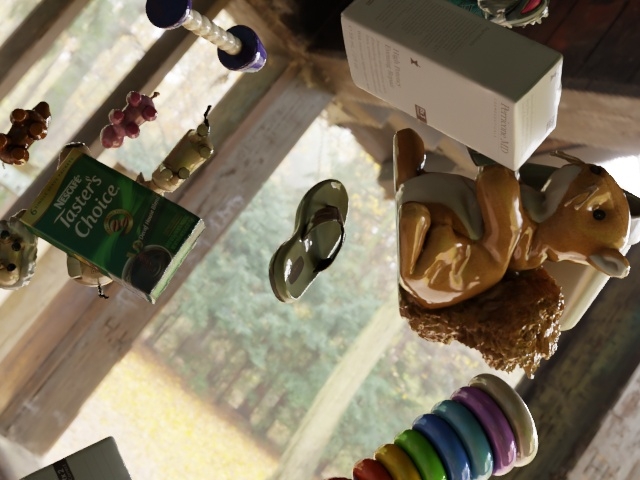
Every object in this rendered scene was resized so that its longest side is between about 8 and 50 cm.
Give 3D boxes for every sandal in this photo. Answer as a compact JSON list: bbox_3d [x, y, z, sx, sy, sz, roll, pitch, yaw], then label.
[{"bbox_3d":[0.000,0.002,1.512,0.086,0.303,0.120,-11,-55,33],"label":"sandal"}]

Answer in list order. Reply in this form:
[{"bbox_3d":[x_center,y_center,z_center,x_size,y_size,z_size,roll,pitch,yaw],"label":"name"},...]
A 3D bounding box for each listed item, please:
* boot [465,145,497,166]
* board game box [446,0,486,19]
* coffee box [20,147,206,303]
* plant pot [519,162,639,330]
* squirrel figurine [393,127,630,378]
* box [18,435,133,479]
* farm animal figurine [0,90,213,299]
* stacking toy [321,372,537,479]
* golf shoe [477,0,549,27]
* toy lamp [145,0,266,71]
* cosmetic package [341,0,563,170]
[{"bbox_3d":[0.218,-0.205,1.270,0.076,0.198,0.137,-4,-3,-21],"label":"boot"},{"bbox_3d":[0.242,-0.393,1.461,0.186,0.126,0.026,8,-24,35],"label":"board game box"},{"bbox_3d":[-0.242,-0.019,0.961,0.184,0.113,0.040,30,-16,10],"label":"coffee box"},{"bbox_3d":[0.470,0.019,1.682,0.323,0.280,0.323,9,21,-4],"label":"plant pot"},{"bbox_3d":[0.313,0.019,1.374,0.281,0.370,0.397,-84,172,-62],"label":"squirrel figurine"},{"bbox_3d":[-0.272,0.362,0.992,0.181,0.119,0.182,57,-30,18],"label":"box"},{"bbox_3d":[-0.343,-0.074,1.290,0.330,0.327,0.172,7,-1,-17],"label":"farm animal figurine"},{"bbox_3d":[0.127,0.307,1.125,0.141,0.330,0.141,53,-24,37],"label":"stacking toy"},{"bbox_3d":[0.253,-0.356,0.883,0.120,0.273,0.105,44,-16,-24],"label":"golf shoe"},{"bbox_3d":[-0.162,-0.319,1.268,0.080,0.080,0.274,34,7,20],"label":"toy lamp"},{"bbox_3d":[0.139,-0.184,0.892,0.231,0.085,0.117,35,-19,29],"label":"cosmetic package"}]
